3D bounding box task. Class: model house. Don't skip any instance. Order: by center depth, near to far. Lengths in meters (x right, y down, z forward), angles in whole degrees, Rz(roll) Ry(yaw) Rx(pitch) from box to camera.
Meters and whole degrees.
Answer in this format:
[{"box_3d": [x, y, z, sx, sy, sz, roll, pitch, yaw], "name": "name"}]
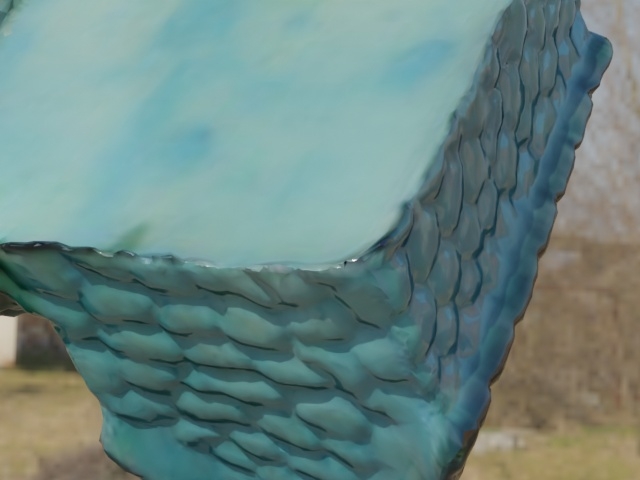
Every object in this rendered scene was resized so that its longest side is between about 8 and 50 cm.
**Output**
[{"box_3d": [0.000, 0.000, 0.734, 0.226, 0.261, 0.241, -1, -47, 29], "name": "model house"}]
